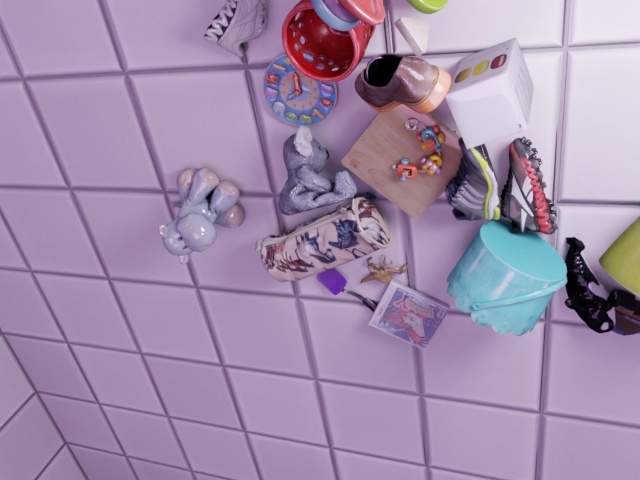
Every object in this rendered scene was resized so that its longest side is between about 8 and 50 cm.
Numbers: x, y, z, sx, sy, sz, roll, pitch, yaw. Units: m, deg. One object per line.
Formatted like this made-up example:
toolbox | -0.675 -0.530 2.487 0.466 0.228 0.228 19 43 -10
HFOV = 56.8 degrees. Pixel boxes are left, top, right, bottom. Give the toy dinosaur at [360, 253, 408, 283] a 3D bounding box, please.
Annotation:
toy dinosaur | 0.175 0.098 1.818 0.183 0.053 0.092 -20 115 33

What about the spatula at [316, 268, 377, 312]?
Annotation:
spatula | 0.121 0.183 1.915 0.297 0.030 0.084 34 125 -3

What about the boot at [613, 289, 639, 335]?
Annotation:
boot | 0.865 0.220 1.610 0.219 0.082 0.106 32 144 5

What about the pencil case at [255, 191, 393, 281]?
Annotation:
pencil case | 0.000 0.000 1.749 0.411 0.159 0.183 -22 122 34

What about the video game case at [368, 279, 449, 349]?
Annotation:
video game case | 0.277 0.237 1.869 0.202 0.023 0.183 24 120 2

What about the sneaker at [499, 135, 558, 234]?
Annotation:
sneaker | 0.503 -0.126 1.489 0.135 0.097 0.276 -11 120 26

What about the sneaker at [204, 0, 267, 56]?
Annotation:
sneaker | -0.174 -0.575 1.460 0.118 0.110 0.292 36 138 -14

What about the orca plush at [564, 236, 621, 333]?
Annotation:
orca plush | 0.693 0.138 1.558 0.151 0.102 0.287 23 140 52

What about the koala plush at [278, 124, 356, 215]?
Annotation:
koala plush | -0.040 -0.194 1.611 0.196 0.204 0.221 174 80 -75

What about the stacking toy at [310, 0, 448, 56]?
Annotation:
stacking toy | 0.119 -0.533 1.266 0.280 0.308 0.130 34 151 -23

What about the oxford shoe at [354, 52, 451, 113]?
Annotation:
oxford shoe | 0.148 -0.372 1.331 0.133 0.364 0.129 24 93 -24

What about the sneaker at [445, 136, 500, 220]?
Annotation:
sneaker | 0.360 -0.135 1.431 0.122 0.111 0.300 -15 140 12

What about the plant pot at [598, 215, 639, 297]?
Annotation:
plant pot | 0.845 -0.008 1.349 0.275 0.275 0.293 25 114 5

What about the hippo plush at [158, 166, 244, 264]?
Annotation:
hippo plush | -0.405 -0.077 1.818 0.295 0.236 0.234 -11 119 29

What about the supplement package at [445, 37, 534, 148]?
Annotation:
supplement package | 0.378 -0.327 1.303 0.139 0.244 0.133 -16 116 30

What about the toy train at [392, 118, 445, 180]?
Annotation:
toy train | 0.241 -0.210 1.457 0.125 0.046 0.166 14 128 13

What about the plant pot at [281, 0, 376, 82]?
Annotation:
plant pot | 0.031 -0.489 1.366 0.191 0.174 0.191 19 140 17

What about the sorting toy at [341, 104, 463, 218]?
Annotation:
sorting toy | 0.232 -0.229 1.536 0.257 0.089 0.255 37 129 -5

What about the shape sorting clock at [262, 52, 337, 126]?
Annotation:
shape sorting clock | -0.056 -0.396 1.570 0.206 0.040 0.206 12 127 16

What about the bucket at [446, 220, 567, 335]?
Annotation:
bucket | 0.488 0.092 1.549 0.281 0.281 0.183 25 124 5
